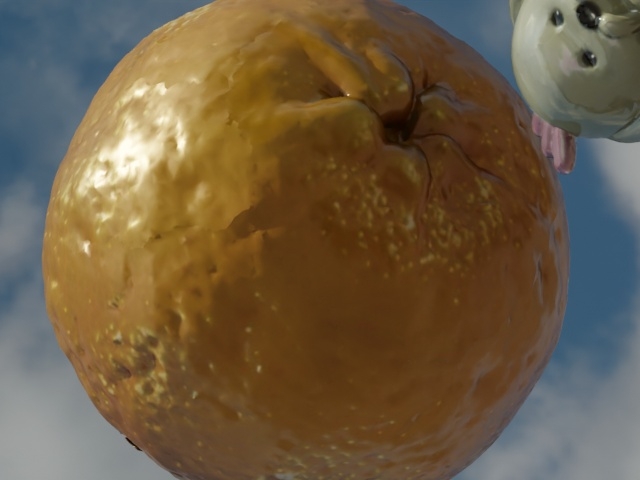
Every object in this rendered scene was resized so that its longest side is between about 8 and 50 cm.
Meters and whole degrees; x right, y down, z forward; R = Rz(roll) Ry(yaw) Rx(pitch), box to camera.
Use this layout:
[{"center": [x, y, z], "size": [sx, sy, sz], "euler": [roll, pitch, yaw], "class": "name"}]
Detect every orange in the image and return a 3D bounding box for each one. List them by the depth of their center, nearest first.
[{"center": [0.000, 0.000, 1.179], "size": [0.340, 0.293, 0.341], "euler": [12, -119, -23], "class": "orange"}]

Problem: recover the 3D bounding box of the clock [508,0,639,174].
[{"center": [0.112, -0.129, 0.718], "size": [0.231, 0.144, 0.103], "euler": [63, -164, 17], "class": "clock"}]
